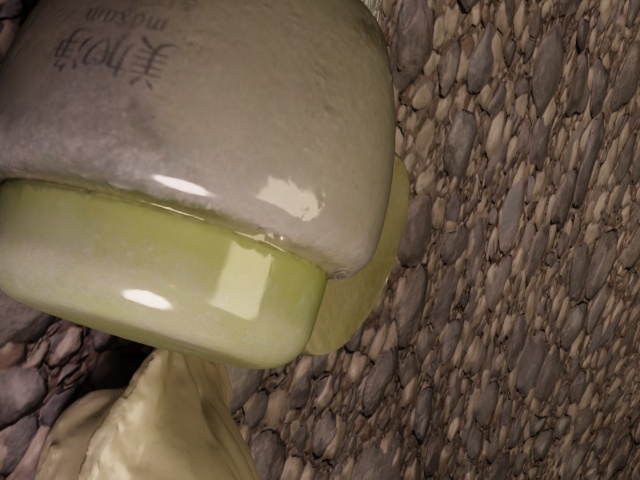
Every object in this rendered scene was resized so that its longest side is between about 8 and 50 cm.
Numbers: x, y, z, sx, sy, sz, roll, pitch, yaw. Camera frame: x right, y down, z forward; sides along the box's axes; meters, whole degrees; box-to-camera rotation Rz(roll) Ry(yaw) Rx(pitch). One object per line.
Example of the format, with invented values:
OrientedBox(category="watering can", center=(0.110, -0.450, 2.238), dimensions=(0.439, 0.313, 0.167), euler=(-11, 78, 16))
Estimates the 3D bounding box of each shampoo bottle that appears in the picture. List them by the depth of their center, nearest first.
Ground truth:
OrientedBox(category="shampoo bottle", center=(-0.099, -0.074, 1.225), dimensions=(0.322, 0.322, 0.317), euler=(38, 67, -62))

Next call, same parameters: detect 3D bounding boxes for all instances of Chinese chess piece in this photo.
OrientedBox(category="Chinese chess piece", center=(0.000, 0.000, 1.675), dimensions=(0.250, 0.101, 0.250), euler=(-47, 148, -41))

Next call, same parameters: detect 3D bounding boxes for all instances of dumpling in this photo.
OrientedBox(category="dumpling", center=(-0.136, 0.215, 1.462), dimensions=(0.395, 0.233, 0.316), euler=(-13, 117, -75))

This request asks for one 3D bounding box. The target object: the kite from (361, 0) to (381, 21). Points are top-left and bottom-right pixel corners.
OrientedBox(category="kite", center=(-0.032, -0.164, 1.620), dimensions=(0.360, 0.022, 0.204), euler=(-46, 147, -40))
